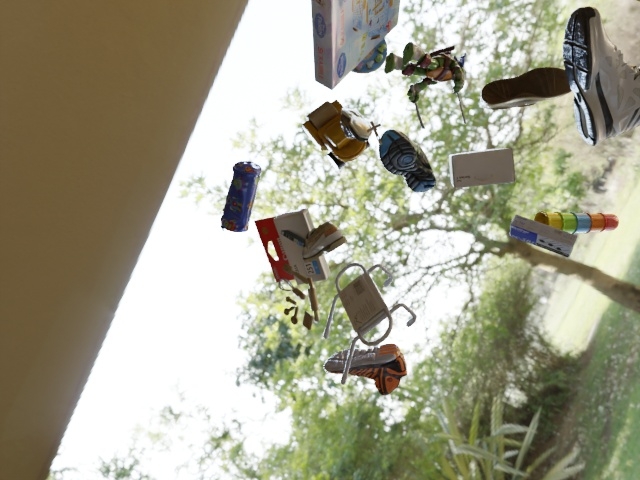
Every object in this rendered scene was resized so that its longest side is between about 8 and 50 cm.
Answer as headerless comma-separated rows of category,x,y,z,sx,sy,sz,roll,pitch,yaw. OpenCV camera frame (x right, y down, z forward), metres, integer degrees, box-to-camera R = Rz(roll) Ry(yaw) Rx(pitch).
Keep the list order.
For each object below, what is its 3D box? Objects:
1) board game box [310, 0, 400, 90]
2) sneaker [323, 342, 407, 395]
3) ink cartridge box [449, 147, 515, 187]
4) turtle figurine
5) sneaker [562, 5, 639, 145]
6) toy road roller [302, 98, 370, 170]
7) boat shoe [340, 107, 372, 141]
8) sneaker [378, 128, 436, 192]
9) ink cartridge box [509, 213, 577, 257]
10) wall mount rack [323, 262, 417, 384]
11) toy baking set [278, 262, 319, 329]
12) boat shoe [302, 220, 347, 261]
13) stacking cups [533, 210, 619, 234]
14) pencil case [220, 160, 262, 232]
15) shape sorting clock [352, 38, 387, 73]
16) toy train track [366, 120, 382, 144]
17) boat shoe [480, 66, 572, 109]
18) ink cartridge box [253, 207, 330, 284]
board game box,0.097,-0.594,1.416,0.318,0.066,0.319,-49,-20,-23
sneaker,0.175,0.500,2.124,0.180,0.321,0.124,66,-149,-18
ink cartridge box,0.561,-0.258,1.997,0.278,0.201,0.117,-39,-57,-76
turtle figurine,0.332,-0.474,1.733,0.266,0.198,0.275,14,-68,-29
sneaker,0.932,-0.544,1.786,0.169,0.257,0.448,-100,-11,-60
toy road roller,0.073,-0.507,2.592,0.202,0.330,0.240,-37,-12,-4
boat shoe,0.123,-0.394,2.008,0.233,0.084,0.079,-114,37,-55
sneaker,0.291,-0.296,1.982,0.341,0.125,0.140,40,-145,-50
ink cartridge box,0.748,-0.015,1.913,0.046,0.207,0.097,-59,-25,-15
wall mount rack,0.115,0.237,1.680,0.304,0.350,0.130,-40,-57,11
toy baking set,-0.086,0.210,2.122,0.030,0.196,0.256,-7,-91,-46
boat shoe,0.000,0.000,2.078,0.113,0.103,0.302,-31,1,-28
stacking cups,0.945,-0.062,2.095,0.096,0.316,0.096,179,90,-73
pencil case,-0.328,-0.177,2.317,0.119,0.133,0.306,-36,-31,-55
shape sorting clock,0.135,-0.673,1.965,0.206,0.206,0.040,-59,2,-22
toy train track,0.169,-0.332,1.741,0.014,0.048,0.083,14,-127,-67
boat shoe,0.776,-0.566,2.138,0.110,0.340,0.122,35,-130,-77
ink cartridge box,-0.126,0.037,2.293,0.066,0.261,0.296,-50,-56,-60
